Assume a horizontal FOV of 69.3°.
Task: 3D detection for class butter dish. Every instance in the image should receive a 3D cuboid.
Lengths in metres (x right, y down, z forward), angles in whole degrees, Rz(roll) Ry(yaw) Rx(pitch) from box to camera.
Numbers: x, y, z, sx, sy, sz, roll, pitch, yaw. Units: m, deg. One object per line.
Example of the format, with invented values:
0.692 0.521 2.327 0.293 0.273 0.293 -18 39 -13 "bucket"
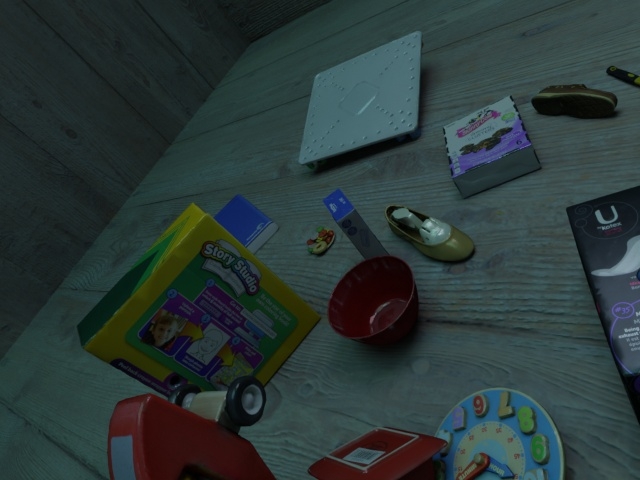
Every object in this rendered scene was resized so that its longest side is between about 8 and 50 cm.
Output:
0.088 0.344 0.647 0.160 0.118 0.160 -13 -5 -32 "butter dish"

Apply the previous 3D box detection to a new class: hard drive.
-0.276 -0.027 1.484 0.210 0.040 0.319 -46 34 -5 "hard drive"

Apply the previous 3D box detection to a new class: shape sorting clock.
0.218 0.291 0.607 0.206 0.040 0.206 -42 28 29 "shape sorting clock"

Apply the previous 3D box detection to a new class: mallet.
0.616 -0.305 0.904 0.062 0.039 0.189 -39 29 9 "mallet"

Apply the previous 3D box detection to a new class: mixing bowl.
0.114 0.127 0.872 0.181 0.098 0.181 -26 38 23 "mixing bowl"

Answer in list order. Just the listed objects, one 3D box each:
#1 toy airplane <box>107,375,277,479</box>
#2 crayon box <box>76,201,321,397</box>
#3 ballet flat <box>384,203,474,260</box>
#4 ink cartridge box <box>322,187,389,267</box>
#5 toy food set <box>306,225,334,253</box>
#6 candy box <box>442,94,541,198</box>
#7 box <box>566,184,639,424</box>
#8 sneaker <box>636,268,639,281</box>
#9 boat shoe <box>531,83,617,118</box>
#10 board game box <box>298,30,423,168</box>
-0.107 0.392 0.566 0.384 0.386 0.272 25 36 10 "toy airplane"
-0.222 0.162 0.935 0.313 0.363 0.106 -50 34 -11 "crayon box"
0.211 -0.021 0.959 0.080 0.073 0.232 -49 35 -9 "ballet flat"
0.087 -0.004 0.945 0.046 0.207 0.097 -37 34 5 "ink cartridge box"
0.000 0.000 1.195 0.083 0.020 0.083 -52 35 -13 "toy food set"
0.364 -0.206 1.010 0.165 0.070 0.196 -23 39 27 "candy box"
0.434 0.068 0.574 0.165 0.143 0.270 -19 40 28 "box"
0.414 -0.031 0.517 0.082 0.069 0.209 6 55 50 "sneaker"
0.525 -0.296 0.953 0.060 0.064 0.178 -49 32 -6 "boat shoe"
0.129 -0.422 1.418 0.390 0.050 0.389 -11 57 33 "board game box"
